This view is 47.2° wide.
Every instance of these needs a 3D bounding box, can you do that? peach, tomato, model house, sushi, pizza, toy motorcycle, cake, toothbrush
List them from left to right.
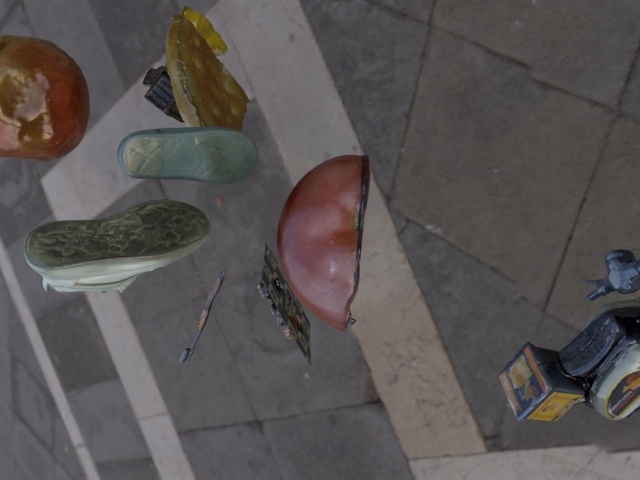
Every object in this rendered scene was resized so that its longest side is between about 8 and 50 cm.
[{"bbox_3d":[-0.503,-0.224,1.186,0.214,0.235,0.214,33,130,52],"label":"peach"},{"bbox_3d":[-0.401,-0.390,1.939,0.165,0.152,0.106,38,138,19],"label":"model house"},{"bbox_3d":[-0.316,-0.513,1.911,0.079,0.116,0.185,14,155,20],"label":"cake"},{"bbox_3d":[-0.320,0.212,2.000,0.023,0.031,0.321,39,115,27],"label":"toothbrush"},{"bbox_3d":[-0.193,-0.249,1.264,0.058,0.197,0.292,-22,87,25],"label":"pizza"},{"bbox_3d":[-0.082,0.131,1.454,0.040,0.193,0.210,-24,111,8],"label":"sushi"},{"bbox_3d":[0.000,0.000,0.945,0.199,0.112,0.228,95,-178,-67],"label":"tomato"},{"bbox_3d":[0.308,0.083,0.716,0.091,0.157,0.263,-107,35,-45],"label":"toy motorcycle"}]

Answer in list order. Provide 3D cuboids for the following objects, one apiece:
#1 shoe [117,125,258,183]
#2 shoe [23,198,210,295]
[{"bbox_3d":[-0.182,-0.120,0.984,0.078,0.195,0.079,34,122,49],"label":"shoe"},{"bbox_3d":[-0.357,0.030,1.303,0.159,0.316,0.124,113,142,-49],"label":"shoe"}]
